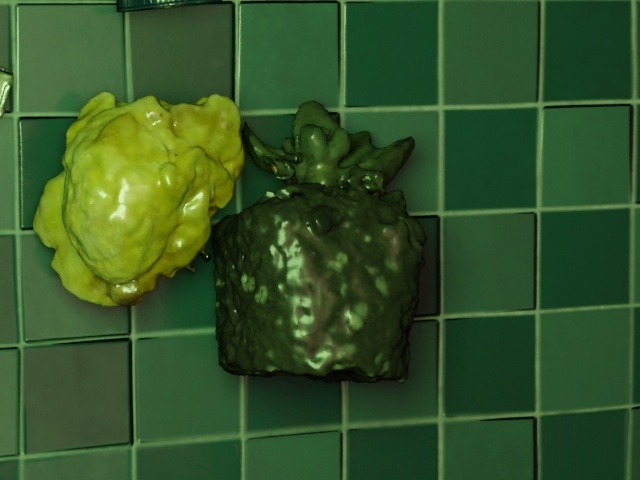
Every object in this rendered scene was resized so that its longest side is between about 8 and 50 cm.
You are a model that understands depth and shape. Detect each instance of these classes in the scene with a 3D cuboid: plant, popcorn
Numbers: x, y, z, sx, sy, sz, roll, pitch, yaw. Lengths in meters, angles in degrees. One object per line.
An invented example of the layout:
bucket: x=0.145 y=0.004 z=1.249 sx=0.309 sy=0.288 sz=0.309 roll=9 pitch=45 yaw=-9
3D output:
plant: x=0.000 y=0.000 z=1.965 sx=0.215 sy=0.213 sz=0.312 roll=9 pitch=85 yaw=-21
popcorn: x=-0.189 y=-0.049 z=1.907 sx=0.191 sy=0.190 sz=0.254 roll=18 pitch=94 yaw=-15

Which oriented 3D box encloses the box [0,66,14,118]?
box: x=-0.365 y=-0.163 z=1.896 sx=0.084 sy=0.063 sz=0.060 roll=19 pitch=89 yaw=-22

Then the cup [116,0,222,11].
cup: x=-0.162 y=-0.320 z=1.937 sx=0.113 sy=0.150 sz=0.138 roll=-3 pitch=97 yaw=23
